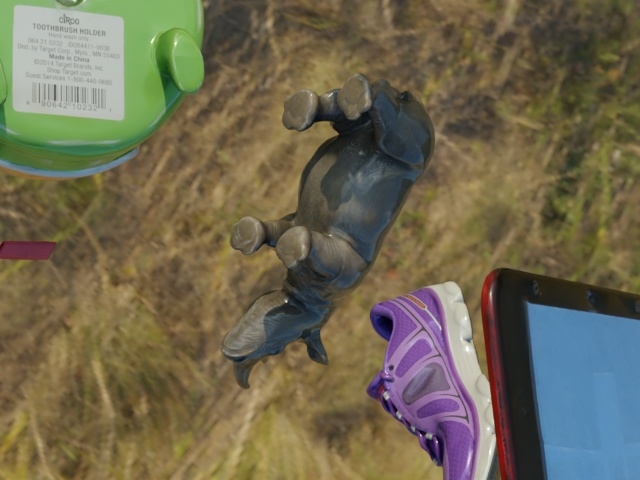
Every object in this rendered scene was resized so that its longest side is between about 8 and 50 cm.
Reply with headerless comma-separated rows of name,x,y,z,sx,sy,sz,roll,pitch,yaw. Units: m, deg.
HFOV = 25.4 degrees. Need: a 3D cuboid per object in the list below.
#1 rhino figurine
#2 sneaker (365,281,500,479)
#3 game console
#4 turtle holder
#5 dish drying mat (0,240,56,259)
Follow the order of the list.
rhino figurine,0.000,0.000,0.937,0.106,0.073,0.243,3,118,-50
sneaker,0.066,0.101,0.845,0.071,0.170,0.068,-10,134,-3
game console,0.116,0.074,0.428,0.144,0.124,0.085,10,102,-56
turtle holder,-0.242,-0.200,1.166,0.243,0.227,0.320,-29,89,-27
dish drying mat,-0.383,0.012,1.839,0.083,0.008,0.032,1,131,-48
